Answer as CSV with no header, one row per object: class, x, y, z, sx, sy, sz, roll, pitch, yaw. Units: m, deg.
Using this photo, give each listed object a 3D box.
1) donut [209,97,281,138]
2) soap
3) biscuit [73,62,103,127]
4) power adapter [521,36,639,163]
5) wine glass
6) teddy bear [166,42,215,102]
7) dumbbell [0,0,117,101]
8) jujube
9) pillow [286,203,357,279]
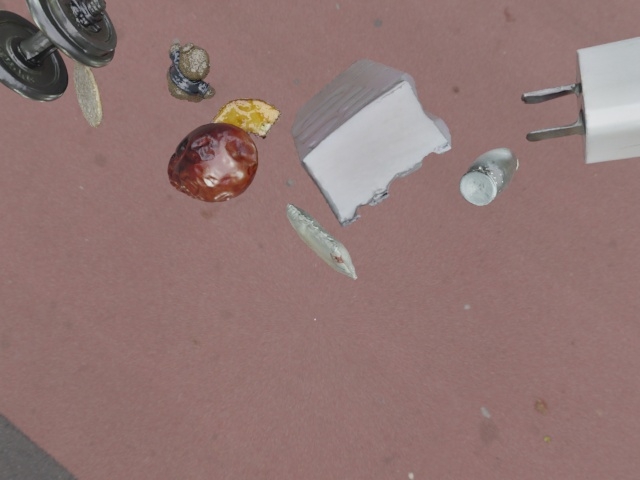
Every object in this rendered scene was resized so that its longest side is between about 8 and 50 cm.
donut,-0.197,-0.273,1.325,0.141,0.085,0.217,38,110,-17
soap,0.098,-0.285,1.409,0.350,0.435,0.213,-39,115,10
biscuit,-0.518,-0.326,1.194,0.020,0.152,0.152,-21,81,-35
power adapter,0.374,-0.179,0.704,0.204,0.125,0.130,-4,71,24
wine glass,0.442,-0.171,1.396,0.111,0.111,0.204,45,44,5
teddy bear,-0.391,-0.476,1.578,0.181,0.251,0.129,36,66,-13
dumbbell,-0.527,-0.389,1.033,0.289,0.192,0.192,-23,82,21
jujube,-0.241,-0.162,1.150,0.236,0.168,0.168,-6,79,39
pillow,0.000,0.000,1.233,0.051,0.128,0.229,-41,46,-8
